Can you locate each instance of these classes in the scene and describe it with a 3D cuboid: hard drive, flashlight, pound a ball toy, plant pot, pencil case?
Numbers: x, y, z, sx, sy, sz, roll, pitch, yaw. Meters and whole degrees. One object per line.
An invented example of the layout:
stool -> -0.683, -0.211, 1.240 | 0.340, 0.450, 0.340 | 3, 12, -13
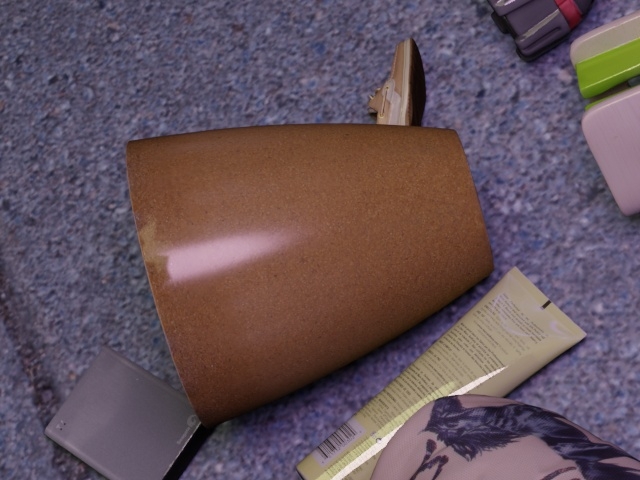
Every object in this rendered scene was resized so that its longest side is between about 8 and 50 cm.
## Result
hard drive -> -0.161, 0.158, 1.571 | 0.135, 0.022, 0.094 | 28, 79, 35
flashlight -> 0.269, -0.272, 1.540 | 0.304, 0.103, 0.103 | -33, 80, 6
pound a ball toy -> 0.360, -0.153, 1.426 | 0.319, 0.135, 0.208 | -22, 30, 16
plant pot -> 0.000, 0.000, 1.470 | 0.254, 0.237, 0.237 | -16, 56, 1
pencil case -> 0.186, 0.235, 1.195 | 0.410, 0.160, 0.183 | 29, 122, 57

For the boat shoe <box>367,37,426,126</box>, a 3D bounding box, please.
boat shoe -> 0.062, -0.112, 1.586 | 0.045, 0.050, 0.135 | -4, 62, 20

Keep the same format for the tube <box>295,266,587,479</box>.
tube -> 0.091, 0.124, 1.442 | 0.240, 0.062, 0.070 | -41, 93, -5
